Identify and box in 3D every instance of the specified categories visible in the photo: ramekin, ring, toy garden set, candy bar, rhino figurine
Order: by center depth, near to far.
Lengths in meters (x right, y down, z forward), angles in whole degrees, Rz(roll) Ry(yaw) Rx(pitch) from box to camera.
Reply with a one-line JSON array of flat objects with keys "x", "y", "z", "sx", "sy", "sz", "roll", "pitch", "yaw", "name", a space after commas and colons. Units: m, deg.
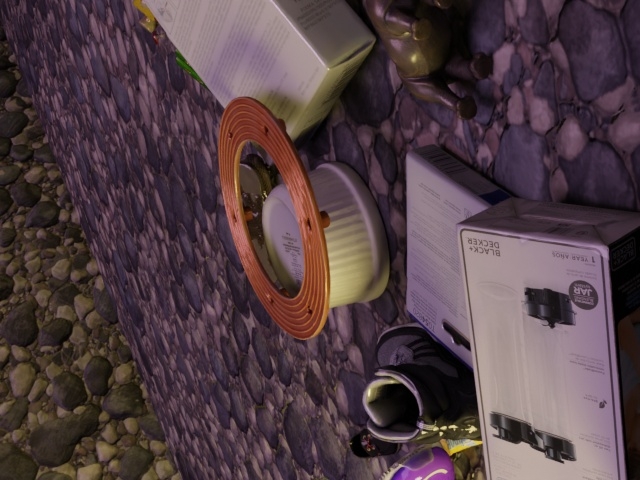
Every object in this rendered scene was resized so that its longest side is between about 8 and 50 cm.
[{"x": 0.087, "y": -0.235, "z": 1.053, "sx": 0.106, "sy": 0.073, "sz": 0.243, "roll": 32, "pitch": 160, "yaw": 55, "name": "rhino figurine"}, {"x": 0.186, "y": 0.246, "z": 1.325, "sx": 0.040, "sy": 0.018, "sz": 0.161, "roll": 68, "pitch": 158, "yaw": 11, "name": "candy bar"}, {"x": -0.059, "y": -0.030, "z": 1.399, "sx": 0.336, "sy": 0.032, "sz": 0.337, "roll": 47, "pitch": 146, "yaw": 46, "name": "ring"}, {"x": 0.000, "y": 0.000, "z": 1.466, "sx": 0.207, "sy": 0.109, "sz": 0.207, "roll": 47, "pitch": 146, "yaw": 46, "name": "ramekin"}, {"x": -0.212, "y": -0.321, "z": 1.665, "sx": 0.204, "sy": 0.049, "sz": 0.244, "roll": 40, "pitch": 174, "yaw": -5, "name": "toy garden set"}]

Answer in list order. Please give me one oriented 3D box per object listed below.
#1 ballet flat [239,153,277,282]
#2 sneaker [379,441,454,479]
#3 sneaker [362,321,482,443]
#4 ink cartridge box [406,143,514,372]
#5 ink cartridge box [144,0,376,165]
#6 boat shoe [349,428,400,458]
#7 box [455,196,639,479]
[{"x": -0.099, "y": -0.036, "z": 1.756, "sx": 0.084, "sy": 0.058, "sz": 0.250, "roll": 10, "pitch": 127, "yaw": 26, "name": "ballet flat"}, {"x": 0.162, "y": 0.383, "z": 1.378, "sx": 0.146, "sy": 0.102, "sz": 0.293, "roll": 48, "pitch": 158, "yaw": 37, "name": "sneaker"}, {"x": 0.105, "y": 0.168, "z": 1.260, "sx": 0.268, "sy": 0.153, "sz": 0.101, "roll": 27, "pitch": 114, "yaw": 59, "name": "sneaker"}, {"x": 0.171, "y": 0.035, "z": 1.166, "sx": 0.223, "sy": 0.045, "sz": 0.224, "roll": 43, "pitch": 142, "yaw": 49, "name": "ink cartridge box"}, {"x": -0.116, "y": -0.322, "z": 1.402, "sx": 0.385, "sy": 0.091, "sz": 0.308, "roll": 53, "pitch": 156, "yaw": 5, "name": "ink cartridge box"}, {"x": 0.083, "y": 0.308, "z": 1.585, "sx": 0.133, "sy": 0.042, "sz": 0.049, "roll": -38, "pitch": 68, "yaw": 65, "name": "boat shoe"}, {"x": 0.231, "y": 0.115, "z": 0.977, "sx": 0.169, "sy": 0.087, "sz": 0.290, "roll": 9, "pitch": 115, "yaw": 47, "name": "box"}]
